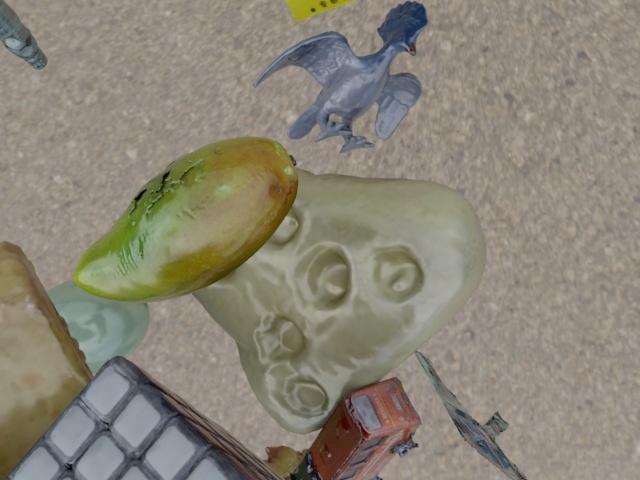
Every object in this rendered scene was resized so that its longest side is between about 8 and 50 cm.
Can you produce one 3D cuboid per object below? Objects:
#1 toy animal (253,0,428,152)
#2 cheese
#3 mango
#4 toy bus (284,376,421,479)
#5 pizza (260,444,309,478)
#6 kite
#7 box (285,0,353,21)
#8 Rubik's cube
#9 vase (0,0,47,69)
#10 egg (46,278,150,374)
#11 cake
[{"bbox_3d":[0.047,-0.203,1.223,0.239,0.176,0.255,25,159,-35],"label":"toy animal"},{"bbox_3d":[0.000,0.000,1.002,0.328,0.129,0.351,-36,82,34],"label":"cheese"},{"bbox_3d":[-0.122,-0.010,0.832,0.233,0.125,0.111,-29,70,11],"label":"mango"},{"bbox_3d":[0.033,0.235,1.034,0.096,0.073,0.235,-9,148,-30],"label":"toy bus"},{"bbox_3d":[-0.032,0.455,1.588,0.406,0.440,0.130,32,110,-20],"label":"pizza"},{"bbox_3d":[0.245,0.285,1.362,0.011,0.314,0.335,-40,79,-12],"label":"kite"},{"bbox_3d":[0.030,-0.378,1.001,0.168,0.265,0.097,-14,139,21],"label":"box"},{"bbox_3d":[-0.133,0.284,0.802,0.238,0.237,0.237,33,78,35],"label":"Rubik's cube"},{"bbox_3d":[-0.540,-0.366,1.592,0.060,0.060,0.211,-15,148,15],"label":"vase"},{"bbox_3d":[-0.355,0.130,1.418,0.192,0.149,0.149,-13,115,-23],"label":"egg"},{"bbox_3d":[-0.402,0.202,1.016,0.321,0.332,0.332,-28,109,-16],"label":"cake"}]
